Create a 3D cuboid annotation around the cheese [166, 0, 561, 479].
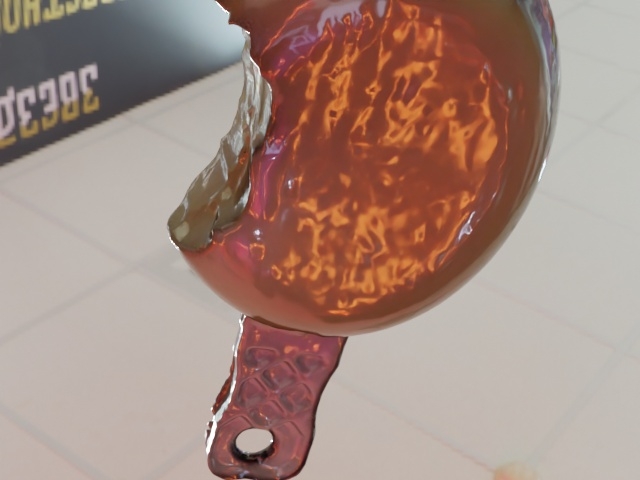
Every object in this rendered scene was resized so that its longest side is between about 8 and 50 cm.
[{"bbox_3d":[0.000,0.000,0.433,0.163,0.286,0.082,13,-154,-17],"label":"cheese"}]
